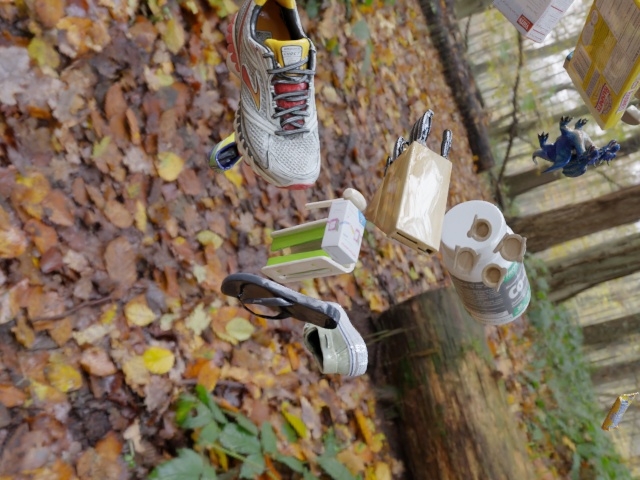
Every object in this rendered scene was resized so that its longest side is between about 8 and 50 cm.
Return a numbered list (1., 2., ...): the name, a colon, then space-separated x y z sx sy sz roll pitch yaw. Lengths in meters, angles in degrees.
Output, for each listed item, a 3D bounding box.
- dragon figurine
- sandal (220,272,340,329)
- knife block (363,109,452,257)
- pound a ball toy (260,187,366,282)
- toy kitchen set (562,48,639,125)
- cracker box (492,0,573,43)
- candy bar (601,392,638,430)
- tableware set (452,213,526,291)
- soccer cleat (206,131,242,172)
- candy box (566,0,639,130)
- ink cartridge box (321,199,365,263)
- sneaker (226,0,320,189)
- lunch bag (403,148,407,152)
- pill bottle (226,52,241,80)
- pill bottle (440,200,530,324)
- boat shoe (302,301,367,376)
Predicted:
1. dragon figurine: 0.578 -0.198 1.521 0.289 0.085 0.144 139 -47 -64
2. sandal: -0.087 0.127 1.267 0.097 0.254 0.055 83 26 -58
3. knife block: 0.183 -0.116 1.159 0.088 0.242 0.276 27 7 -14
4. pound a ball toy: 0.000 0.000 1.764 0.135 0.319 0.208 31 60 -36
5. toy kitchen set: 0.611 -0.357 1.262 0.207 0.122 0.166 51 -4 19
6. cracker box: 0.513 -0.588 1.443 0.067 0.232 0.156 9 42 -34
7. candy bar: 0.632 0.362 1.358 0.162 0.040 0.018 84 -5 -48
8. tableware set: 0.380 0.030 1.457 0.020 0.141 0.168 11 16 -48
9. soccer cleat: -0.222 -0.310 1.953 0.093 0.289 0.121 53 -12 -28
10. candy box: 0.355 -0.230 0.778 0.206 0.027 0.105 71 -4 -68
11. ink cartridge box: 0.055 -0.018 1.477 0.088 0.052 0.123 41 55 -46
12. sneaker: -0.047 -0.160 0.664 0.092 0.087 0.226 -34 -112 63
13. lunch bag: 0.240 -0.194 1.682 0.053 0.071 0.084 97 -2 -80
14. pill bottle: -0.129 -0.438 1.701 0.229 0.131 0.131 44 11 15
15. pill bottle: 0.457 0.066 1.786 0.361 0.204 0.204 56 23 -46
16. boat shoe: 0.010 0.202 1.372 0.302 0.094 0.109 -148 -118 -71
